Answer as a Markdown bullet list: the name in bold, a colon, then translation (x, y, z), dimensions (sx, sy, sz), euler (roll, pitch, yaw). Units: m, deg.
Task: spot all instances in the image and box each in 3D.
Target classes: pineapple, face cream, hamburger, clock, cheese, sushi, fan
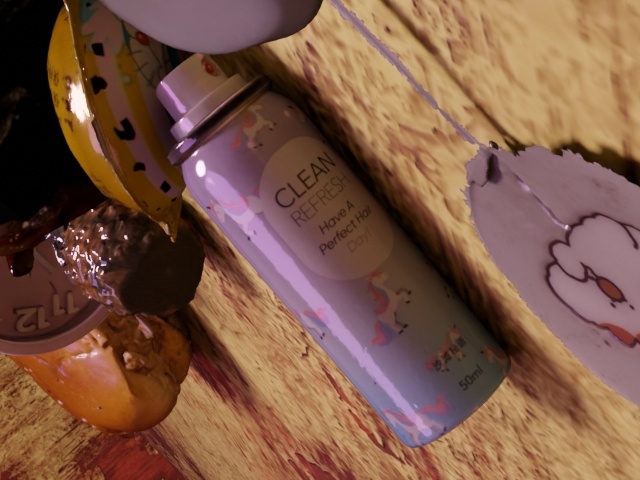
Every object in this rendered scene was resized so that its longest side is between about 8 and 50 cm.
- **pineapple**: translation (-0.185, -0.005, 1.100), dimensions (0.197, 0.108, 0.108), euler (25, 153, 42)
- **face cream**: translation (0.000, 0.000, 0.681), dimensions (0.229, 0.075, 0.075), euler (49, 165, -5)
- **hamburger**: translation (-0.265, 0.085, 1.449), dimensions (0.290, 0.170, 0.314), euler (43, 164, -4)
- **clock**: translation (-0.274, 0.004, 1.211), dimensions (0.068, 0.197, 0.197), euler (23, 151, 56)
- **cheese**: translation (-0.119, -0.113, 0.711), dimensions (0.156, 0.064, 0.250), euler (-90, -19, -59)
- **sushi**: translation (-0.247, -0.090, 0.911), dimensions (0.227, 0.215, 0.212), euler (-7, 143, 34)
- **fan**: translation (0.082, -0.021, 0.523), dimensions (0.329, 0.009, 0.191), euler (46, 166, 0)

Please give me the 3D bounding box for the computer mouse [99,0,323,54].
- **computer mouse**: translation (-0.095, -0.206, 0.413), dimensions (0.331, 0.095, 0.197), euler (57, 163, 1)
